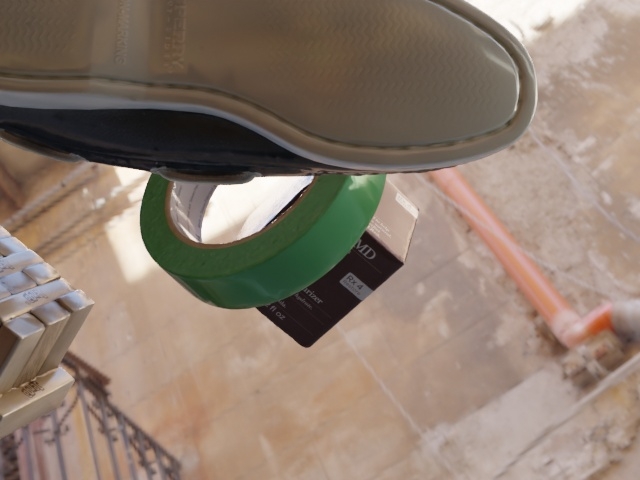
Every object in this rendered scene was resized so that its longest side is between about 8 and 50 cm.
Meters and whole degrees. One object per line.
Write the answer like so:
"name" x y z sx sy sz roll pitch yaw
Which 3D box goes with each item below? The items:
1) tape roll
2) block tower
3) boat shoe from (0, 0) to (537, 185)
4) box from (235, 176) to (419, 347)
"tape roll" -0.075 -0.069 1.396 0.321 0.321 0.077 -36 -47 6
"block tower" -0.315 -0.002 0.804 0.097 0.335 0.091 -56 -12 22
"boat shoe" -0.044 -0.084 0.579 0.303 0.114 0.091 11 -19 1
"box" 0.000 0.000 1.517 0.168 0.167 0.203 41 -60 -10
